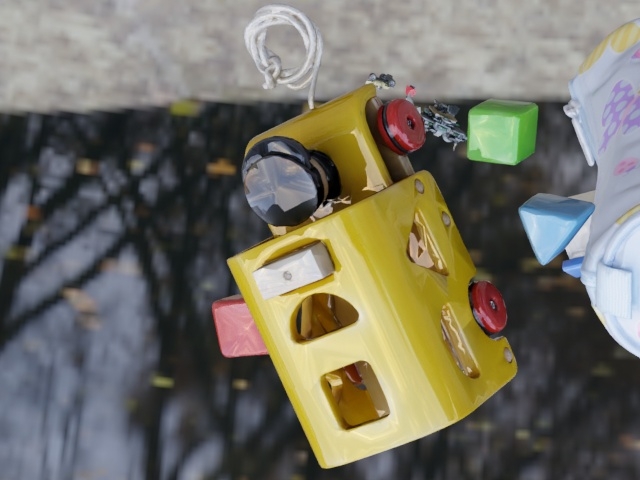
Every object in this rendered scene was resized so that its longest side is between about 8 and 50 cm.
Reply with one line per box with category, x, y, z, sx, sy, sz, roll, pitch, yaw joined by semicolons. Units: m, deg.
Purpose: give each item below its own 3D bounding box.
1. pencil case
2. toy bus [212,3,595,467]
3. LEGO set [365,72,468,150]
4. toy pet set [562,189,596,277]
pencil case;0.210;-0.036;1.118;0.124;0.273;0.113;13;119;-3
toy bus;0.009;0.009;0.933;0.202;0.191;0.104;24;-156;19
LEGO set;0.063;-0.076;1.177;0.054;0.023;0.083;9;-161;-46
toy pet set;0.247;-0.004;1.524;0.114;0.122;0.065;-14;118;20
